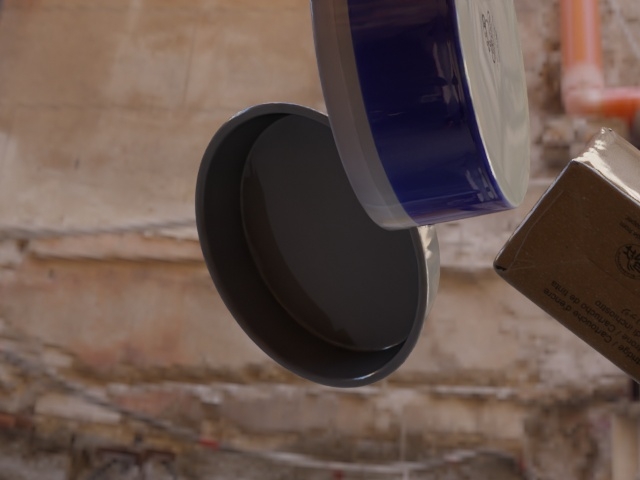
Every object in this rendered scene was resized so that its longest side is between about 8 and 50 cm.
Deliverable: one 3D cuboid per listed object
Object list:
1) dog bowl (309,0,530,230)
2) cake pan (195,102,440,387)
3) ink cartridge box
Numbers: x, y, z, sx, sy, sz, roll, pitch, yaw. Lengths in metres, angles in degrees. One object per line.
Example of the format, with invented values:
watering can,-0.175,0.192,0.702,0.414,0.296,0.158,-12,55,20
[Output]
dog bowl,0.081,-0.145,1.189,0.104,0.265,0.265,-9,-36,17
cake pan,0.000,0.000,1.528,0.293,0.054,0.293,20,-57,35
ink cartridge box,0.235,0.039,0.977,0.234,0.193,0.088,38,-74,7
